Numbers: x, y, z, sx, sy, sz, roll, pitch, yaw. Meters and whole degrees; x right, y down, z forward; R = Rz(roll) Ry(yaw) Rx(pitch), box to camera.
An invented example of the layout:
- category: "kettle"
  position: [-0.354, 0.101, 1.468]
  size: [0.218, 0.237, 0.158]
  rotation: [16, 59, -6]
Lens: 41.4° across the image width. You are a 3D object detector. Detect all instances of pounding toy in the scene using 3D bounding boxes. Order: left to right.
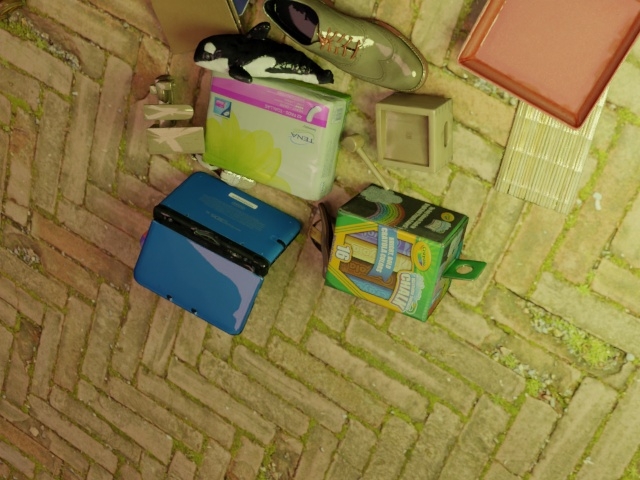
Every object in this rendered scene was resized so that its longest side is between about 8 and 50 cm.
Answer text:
- category: "pounding toy"
  position: [0.154, -0.196, 1.680]
  size: [0.206, 0.094, 0.181]
  rotation: [13, 121, 31]

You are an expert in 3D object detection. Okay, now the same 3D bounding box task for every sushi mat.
- category: "sushi mat"
  position: [0.432, -0.209, 1.575]
  size: [0.151, 0.019, 0.316]
  rotation: [19, 118, 17]

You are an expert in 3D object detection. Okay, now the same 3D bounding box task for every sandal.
- category: "sandal"
  position: [0.000, 0.000, 1.794]
  size: [0.049, 0.072, 0.180]
  rotation: [-6, 67, 8]

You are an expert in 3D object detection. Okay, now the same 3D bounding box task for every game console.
- category: "game console"
  position: [-0.230, 0.022, 1.887]
  size: [0.293, 0.250, 0.173]
  rotation: [27, 137, 14]

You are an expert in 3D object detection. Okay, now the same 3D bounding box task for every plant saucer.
- category: "plant saucer"
  position: [0.411, -0.365, 1.484]
  size: [0.258, 0.048, 0.259]
  rotation: [32, 110, 12]

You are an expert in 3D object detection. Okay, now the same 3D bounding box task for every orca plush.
- category: "orca plush"
  position: [-0.110, -0.379, 1.689]
  size: [0.287, 0.151, 0.102]
  rotation: [19, 124, 17]

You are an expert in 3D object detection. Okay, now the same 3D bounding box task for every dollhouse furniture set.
- category: "dollhouse furniture set"
  position: [-0.302, -0.278, 1.847]
  size: [0.123, 0.151, 0.144]
  rotation: [0, 111, 6]

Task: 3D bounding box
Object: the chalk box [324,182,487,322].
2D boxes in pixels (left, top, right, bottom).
- category: "chalk box"
  position: [0.182, 0.031, 1.702]
  size: [0.289, 0.180, 0.179]
  rotation: [21, 119, 19]

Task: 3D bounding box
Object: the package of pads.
- category: "package of pads"
  position: [-0.100, -0.228, 1.780]
  size: [0.296, 0.101, 0.229]
  rotation: [20, 118, 18]

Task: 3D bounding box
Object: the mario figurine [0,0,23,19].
- category: "mario figurine"
  position: [-0.835, -0.642, 1.925]
  size: [0.198, 0.170, 0.320]
  rotation: [-31, 105, -2]

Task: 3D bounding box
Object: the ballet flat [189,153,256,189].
- category: "ballet flat"
  position: [-0.223, -0.159, 1.898]
  size: [0.168, 0.052, 0.057]
  rotation: [32, 121, 11]

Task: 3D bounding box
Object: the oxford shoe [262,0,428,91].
- category: "oxford shoe"
  position: [0.040, -0.377, 1.632]
  size: [0.348, 0.130, 0.123]
  rotation: [29, 120, 13]

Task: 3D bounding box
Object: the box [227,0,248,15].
- category: "box"
  position: [-0.216, -0.576, 1.730]
  size: [0.225, 0.036, 0.136]
  rotation: [38, 123, 8]

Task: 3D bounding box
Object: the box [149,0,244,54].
- category: "box"
  position: [-0.266, -0.485, 1.772]
  size: [0.201, 0.021, 0.164]
  rotation: [-5, 117, 36]

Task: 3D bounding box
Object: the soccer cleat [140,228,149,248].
- category: "soccer cleat"
  position: [-0.334, 0.006, 1.996]
  size: [0.248, 0.095, 0.083]
  rotation: [0, 109, 25]
